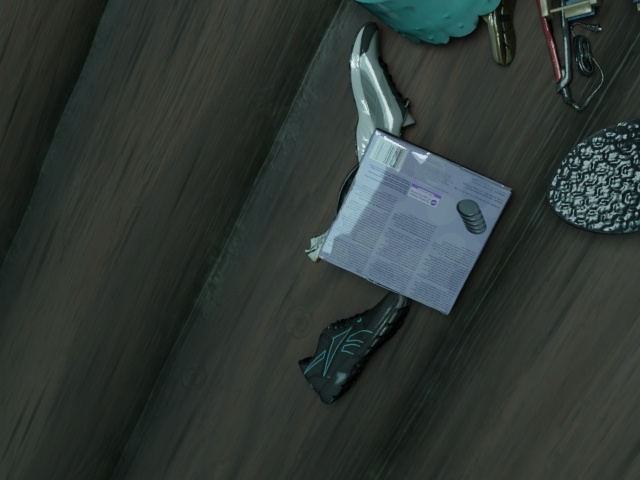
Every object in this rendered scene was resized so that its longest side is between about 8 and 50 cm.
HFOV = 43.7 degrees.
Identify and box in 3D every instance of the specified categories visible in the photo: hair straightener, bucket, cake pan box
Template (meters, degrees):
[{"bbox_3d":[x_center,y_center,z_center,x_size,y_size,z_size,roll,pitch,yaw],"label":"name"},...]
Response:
[{"bbox_3d":[0.410,-0.326,1.291,0.089,0.047,0.230,-11,88,25],"label":"hair straightener"},{"bbox_3d":[0.160,-0.473,1.286,0.281,0.183,0.281,-8,78,40],"label":"bucket"},{"bbox_3d":[0.154,-0.035,1.371,0.267,0.070,0.245,23,102,1],"label":"cake pan box"}]

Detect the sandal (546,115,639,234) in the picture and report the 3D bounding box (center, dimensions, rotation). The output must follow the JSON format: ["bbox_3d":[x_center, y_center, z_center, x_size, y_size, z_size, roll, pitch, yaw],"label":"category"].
[{"bbox_3d":[0.560,-0.145,1.215,0.446,0.107,0.167,-31,78,10],"label":"sandal"}]

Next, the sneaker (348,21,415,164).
[{"bbox_3d":[0.111,-0.252,1.416,0.108,0.100,0.271,-6,97,16],"label":"sneaker"}]

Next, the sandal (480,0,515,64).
[{"bbox_3d":[0.292,-0.384,1.340,0.049,0.072,0.180,3,99,46],"label":"sandal"}]

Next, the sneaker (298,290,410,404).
[{"bbox_3d":[0.057,0.179,1.455,0.106,0.101,0.267,44,109,19],"label":"sneaker"}]

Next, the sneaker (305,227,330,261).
[{"bbox_3d":[0.000,0.000,1.508,0.037,0.032,0.083,40,108,17],"label":"sneaker"}]

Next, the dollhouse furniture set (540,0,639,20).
[{"bbox_3d":[0.443,-0.420,1.230,0.184,0.129,0.128,-7,89,32],"label":"dollhouse furniture set"}]
